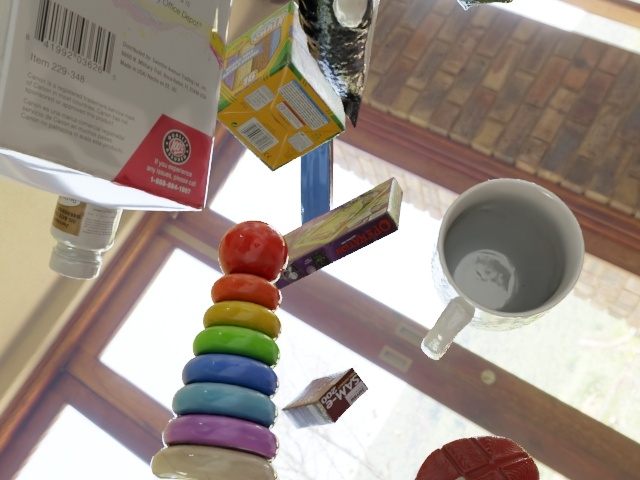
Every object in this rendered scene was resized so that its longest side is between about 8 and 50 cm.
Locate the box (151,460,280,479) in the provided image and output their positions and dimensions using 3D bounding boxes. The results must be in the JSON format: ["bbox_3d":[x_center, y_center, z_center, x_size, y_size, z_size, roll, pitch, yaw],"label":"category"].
[{"bbox_3d":[-0.113,0.417,0.923,0.169,0.290,0.087,-11,-48,-22],"label":"box"}]

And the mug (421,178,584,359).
[{"bbox_3d":[0.338,0.093,1.407,0.374,0.276,0.328,-50,-14,-11],"label":"mug"}]

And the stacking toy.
[{"bbox_3d":[-0.101,0.127,0.808,0.141,0.141,0.330,74,-160,-60],"label":"stacking toy"}]

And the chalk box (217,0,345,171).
[{"bbox_3d":[-0.071,-0.313,1.288,0.180,0.179,0.288,43,-147,-36],"label":"chalk box"}]

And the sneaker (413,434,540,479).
[{"bbox_3d":[0.100,0.269,0.628,0.221,0.087,0.128,-16,-40,-28],"label":"sneaker"}]

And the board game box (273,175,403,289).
[{"bbox_3d":[0.000,0.000,1.331,0.347,0.056,0.208,-27,21,20],"label":"board game box"}]

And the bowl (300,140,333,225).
[{"bbox_3d":[-0.005,-0.169,1.827,0.391,0.077,0.391,1,-90,-88],"label":"bowl"}]

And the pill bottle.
[{"bbox_3d":[-0.493,-0.042,1.412,0.131,0.131,0.229,-2,-68,-65],"label":"pill bottle"}]

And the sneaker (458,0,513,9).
[{"bbox_3d":[0.285,-0.393,0.984,0.086,0.192,0.064,58,-154,-57],"label":"sneaker"}]

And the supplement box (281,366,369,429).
[{"bbox_3d":[0.007,0.399,1.683,0.130,0.073,0.239,-38,2,-32],"label":"supplement box"}]

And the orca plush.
[{"bbox_3d":[0.000,-0.223,0.509,0.287,0.102,0.151,92,-169,-66],"label":"orca plush"}]

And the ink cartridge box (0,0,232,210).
[{"bbox_3d":[-0.192,-0.193,0.568,0.226,0.131,0.306,19,-107,-58],"label":"ink cartridge box"}]
